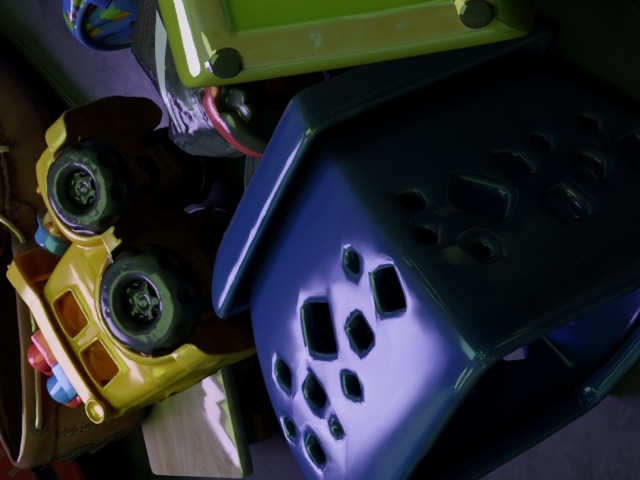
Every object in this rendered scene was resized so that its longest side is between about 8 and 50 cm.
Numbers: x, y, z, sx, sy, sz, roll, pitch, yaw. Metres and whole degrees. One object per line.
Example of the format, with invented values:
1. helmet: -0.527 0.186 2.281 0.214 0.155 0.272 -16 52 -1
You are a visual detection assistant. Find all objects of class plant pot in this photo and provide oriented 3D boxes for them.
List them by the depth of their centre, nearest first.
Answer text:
1. plant pot: 0.003 -0.212 1.060 0.227 0.207 0.228 -8 119 7
2. plant pot: 0.077 0.010 1.192 0.212 0.236 0.236 53 144 19

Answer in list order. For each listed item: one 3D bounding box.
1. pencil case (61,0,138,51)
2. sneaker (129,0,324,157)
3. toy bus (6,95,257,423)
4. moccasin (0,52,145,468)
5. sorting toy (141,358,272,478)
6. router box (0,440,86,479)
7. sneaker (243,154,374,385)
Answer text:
1. pencil case: -0.217 -0.272 1.423 0.306 0.133 0.119 46 117 17
2. sneaker: -0.074 -0.178 1.292 0.135 0.098 0.276 -21 75 54
3. toy bus: -0.161 0.029 1.491 0.211 0.149 0.220 -36 80 31
4. moccasin: -0.274 0.005 1.636 0.139 0.147 0.380 -23 82 58
5. sorting toy: -0.100 0.115 1.605 0.132 0.046 0.274 -7 97 51
6. router box: -0.340 0.204 1.860 0.335 0.082 0.301 18 140 47
7. sneaker: 0.000 0.000 1.406 0.106 0.101 0.267 -117 18 -49
